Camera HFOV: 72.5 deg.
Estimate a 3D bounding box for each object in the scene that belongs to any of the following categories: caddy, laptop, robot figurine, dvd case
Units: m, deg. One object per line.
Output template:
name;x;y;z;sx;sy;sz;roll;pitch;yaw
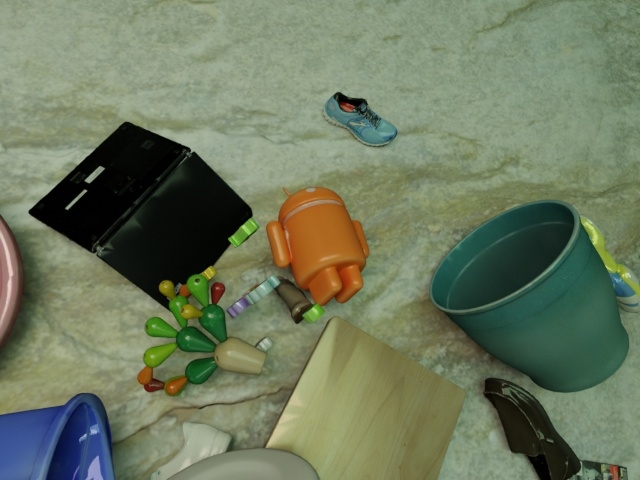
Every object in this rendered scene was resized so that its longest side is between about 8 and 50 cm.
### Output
caddy;-0.320;0.349;0.485;0.179;0.241;0.341;0;57;-10
laptop;-0.301;-0.050;0.760;0.265;0.136;0.234;24;65;22
robot figurine;-0.001;0.000;0.750;0.158;0.128;0.219;-20;63;3
dvd case;0.515;0.456;0.805;0.120;0.013;0.087;13;69;-11

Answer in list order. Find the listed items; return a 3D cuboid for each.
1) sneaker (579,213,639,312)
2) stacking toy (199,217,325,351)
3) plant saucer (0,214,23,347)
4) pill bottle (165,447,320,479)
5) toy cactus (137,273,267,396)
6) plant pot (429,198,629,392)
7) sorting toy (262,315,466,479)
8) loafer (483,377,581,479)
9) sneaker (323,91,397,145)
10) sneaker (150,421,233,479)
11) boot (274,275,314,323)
sneaker;0.560;0.068;0.920;0.126;0.091;0.240;-32;82;-3
stacking toy;-0.107;0.087;0.656;0.167;0.221;0.052;50;45;0
plant saucer;-0.578;0.066;0.591;0.333;0.084;0.331;2;81;-11
pill bottle;-0.074;0.482;0.495;0.229;0.229;0.407;-11;92;-18
toy cactus;-0.170;0.154;0.649;0.181;0.112;0.218;19;101;-2
plant pot;0.380;0.111;0.762;0.255;0.272;0.271;47;67;-11
sorting toy;0.063;0.298;0.697;0.256;0.089;0.257;31;68;-3
loafer;0.363;0.339;0.767;0.078;0.080;0.220;-38;85;-23
sneaker;0.085;-0.250;0.895;0.162;0.073;0.063;23;68;-6
sneaker;-0.209;0.368;0.620;0.094;0.080;0.212;20;62;6
boot;-0.050;0.094;0.724;0.042;0.118;0.087;-44;73;-3
